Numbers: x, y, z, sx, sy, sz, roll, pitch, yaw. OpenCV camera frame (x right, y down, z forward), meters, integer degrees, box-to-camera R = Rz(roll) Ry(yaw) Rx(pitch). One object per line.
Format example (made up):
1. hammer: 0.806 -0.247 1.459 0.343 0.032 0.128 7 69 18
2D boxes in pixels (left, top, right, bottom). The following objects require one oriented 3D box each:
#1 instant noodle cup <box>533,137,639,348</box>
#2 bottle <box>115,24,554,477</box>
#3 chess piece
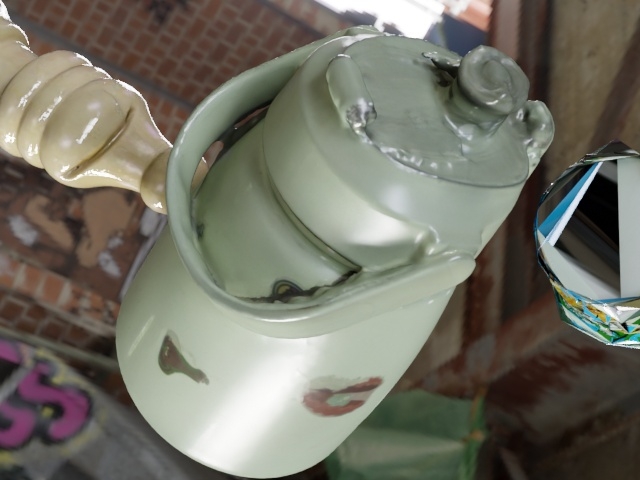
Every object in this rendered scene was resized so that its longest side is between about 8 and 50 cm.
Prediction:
1. instant noodle cup: 0.360 0.003 1.447 0.240 0.178 0.240 -6 -104 24
2. bottle: 0.000 0.000 0.844 0.352 0.229 0.229 -53 -158 45
3. chess piece: -0.224 -0.113 1.034 0.124 0.307 0.139 -59 166 -5
